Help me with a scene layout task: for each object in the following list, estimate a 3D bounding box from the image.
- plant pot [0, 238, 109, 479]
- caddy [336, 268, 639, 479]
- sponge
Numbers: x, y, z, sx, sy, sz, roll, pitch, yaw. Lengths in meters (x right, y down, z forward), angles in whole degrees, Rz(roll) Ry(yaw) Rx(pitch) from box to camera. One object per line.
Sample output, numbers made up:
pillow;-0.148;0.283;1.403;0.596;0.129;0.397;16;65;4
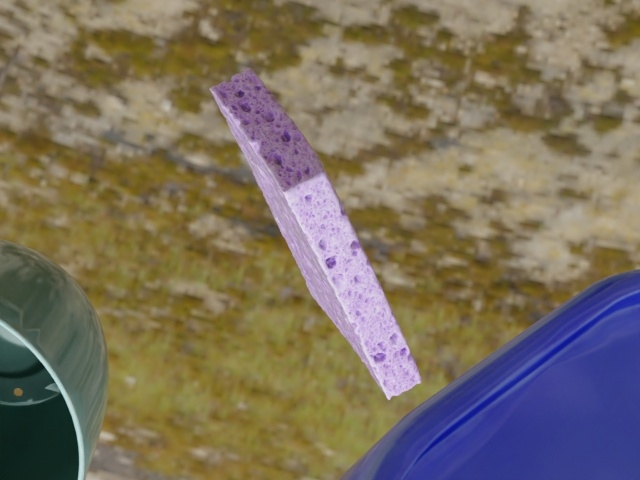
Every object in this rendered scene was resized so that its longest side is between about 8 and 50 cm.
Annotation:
plant pot;-0.329;0.128;1.378;0.293;0.235;0.293;3;113;7
caddy;0.084;0.161;0.449;0.241;0.341;0.179;47;128;14
sponge;0.000;0.000;0.919;0.117;0.031;0.210;54;172;44
